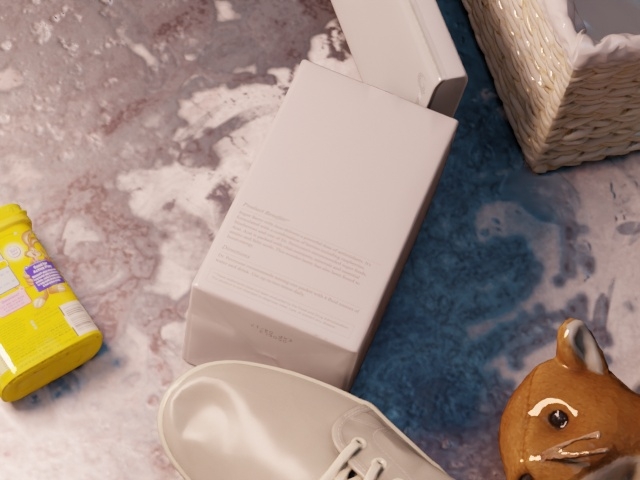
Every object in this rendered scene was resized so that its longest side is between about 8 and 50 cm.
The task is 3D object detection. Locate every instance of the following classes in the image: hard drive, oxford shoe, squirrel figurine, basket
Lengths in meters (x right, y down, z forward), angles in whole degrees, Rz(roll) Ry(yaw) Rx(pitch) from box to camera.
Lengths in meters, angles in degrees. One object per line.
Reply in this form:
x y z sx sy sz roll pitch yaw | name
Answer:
0.071 -0.246 2.054 0.040 0.203 0.307 -12 64 -16 | hard drive
0.044 0.247 1.743 0.449 0.130 0.169 33 83 12 | oxford shoe
0.373 0.215 1.856 0.370 0.281 0.397 27 47 18 | squirrel figurine
0.339 -0.293 2.085 0.328 0.266 0.331 -12 65 -15 | basket

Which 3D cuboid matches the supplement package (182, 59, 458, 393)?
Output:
0.000 0.000 1.925 0.177 0.175 0.293 22 61 5 | supplement package

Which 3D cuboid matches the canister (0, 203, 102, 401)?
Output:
-0.312 0.063 1.902 0.126 0.073 0.170 -29 71 -22 | canister
